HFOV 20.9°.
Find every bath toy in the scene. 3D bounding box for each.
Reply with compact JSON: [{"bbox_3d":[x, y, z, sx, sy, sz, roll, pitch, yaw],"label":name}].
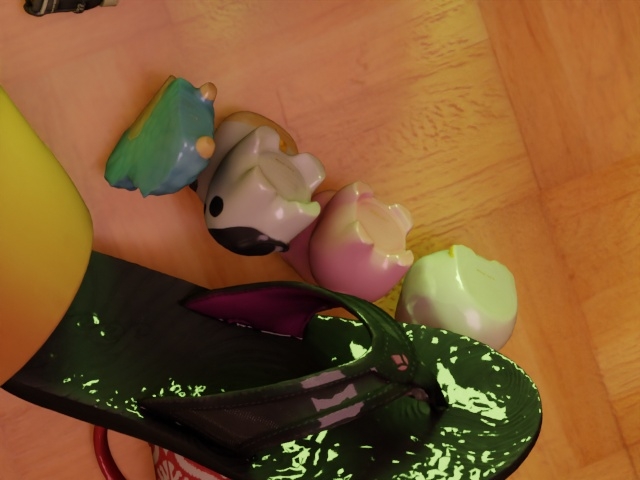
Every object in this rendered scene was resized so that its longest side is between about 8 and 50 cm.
[{"bbox_3d":[0.000,0.000,1.400,0.348,0.151,0.129,32,126,-19],"label":"bath toy"}]

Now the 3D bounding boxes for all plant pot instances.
[{"bbox_3d":[-0.305,-0.010,1.259,0.291,0.291,0.203,-49,124,-3],"label":"plant pot"}]

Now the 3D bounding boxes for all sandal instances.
[{"bbox_3d":[-0.055,0.095,1.298,0.446,0.107,0.167,12,57,8],"label":"sandal"}]

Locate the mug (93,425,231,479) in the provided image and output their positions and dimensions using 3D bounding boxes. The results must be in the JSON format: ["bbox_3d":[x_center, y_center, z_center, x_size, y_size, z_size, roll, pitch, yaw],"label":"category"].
[{"bbox_3d":[-0.098,0.191,1.430,0.113,0.150,0.169,-21,111,-47],"label":"mug"}]

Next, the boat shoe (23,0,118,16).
[{"bbox_3d":[-0.212,-0.288,1.322,0.079,0.084,0.233,-12,104,-12],"label":"boat shoe"}]
